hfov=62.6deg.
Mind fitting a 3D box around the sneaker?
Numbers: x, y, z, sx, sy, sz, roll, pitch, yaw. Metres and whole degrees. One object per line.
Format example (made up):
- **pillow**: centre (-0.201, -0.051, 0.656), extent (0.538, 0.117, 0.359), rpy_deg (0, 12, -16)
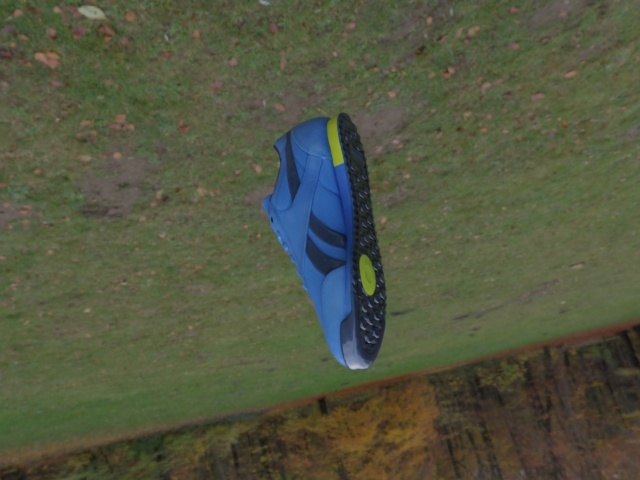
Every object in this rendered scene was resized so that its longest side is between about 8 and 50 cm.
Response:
- **sneaker**: centre (0.000, 0.000, 0.418), extent (0.082, 0.209, 0.069), rpy_deg (-15, 158, 21)
